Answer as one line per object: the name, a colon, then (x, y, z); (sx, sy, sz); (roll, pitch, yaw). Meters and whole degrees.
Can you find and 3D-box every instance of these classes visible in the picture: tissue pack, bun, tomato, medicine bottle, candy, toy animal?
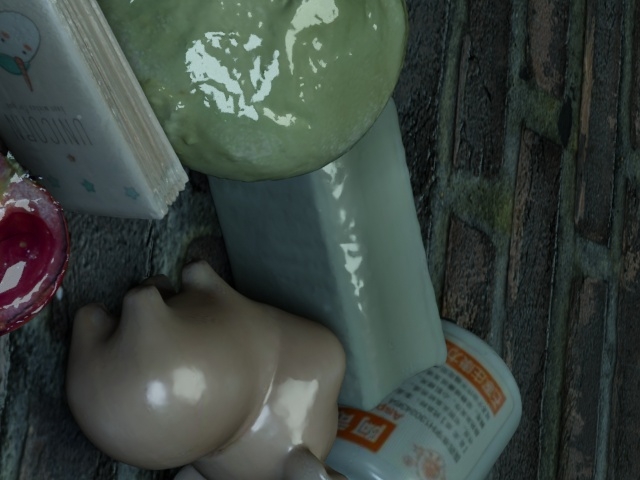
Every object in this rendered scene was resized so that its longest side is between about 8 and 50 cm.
tissue pack: (-0.253, -0.165, 1.574); (0.071, 0.170, 0.325); (-54, 133, -36)
bun: (-0.069, -0.248, 1.700); (0.364, 0.202, 0.364); (14, 54, -20)
tomato: (-0.320, 0.005, 1.545); (0.189, 0.099, 0.173); (41, 63, -2)
medicine bottle: (0.065, 0.274, 2.023); (0.371, 0.211, 0.211); (-49, 130, -38)
candy: (-0.003, 0.000, 1.936); (0.145, 0.208, 0.359); (-30, 117, -38)
toy animal: (-0.110, 0.154, 1.776); (0.326, 0.237, 0.269); (-18, 94, -52)

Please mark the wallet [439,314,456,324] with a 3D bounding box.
wallet: (0.117, 0.267, 2.271); (0.197, 0.051, 0.377); (16, 76, -54)
